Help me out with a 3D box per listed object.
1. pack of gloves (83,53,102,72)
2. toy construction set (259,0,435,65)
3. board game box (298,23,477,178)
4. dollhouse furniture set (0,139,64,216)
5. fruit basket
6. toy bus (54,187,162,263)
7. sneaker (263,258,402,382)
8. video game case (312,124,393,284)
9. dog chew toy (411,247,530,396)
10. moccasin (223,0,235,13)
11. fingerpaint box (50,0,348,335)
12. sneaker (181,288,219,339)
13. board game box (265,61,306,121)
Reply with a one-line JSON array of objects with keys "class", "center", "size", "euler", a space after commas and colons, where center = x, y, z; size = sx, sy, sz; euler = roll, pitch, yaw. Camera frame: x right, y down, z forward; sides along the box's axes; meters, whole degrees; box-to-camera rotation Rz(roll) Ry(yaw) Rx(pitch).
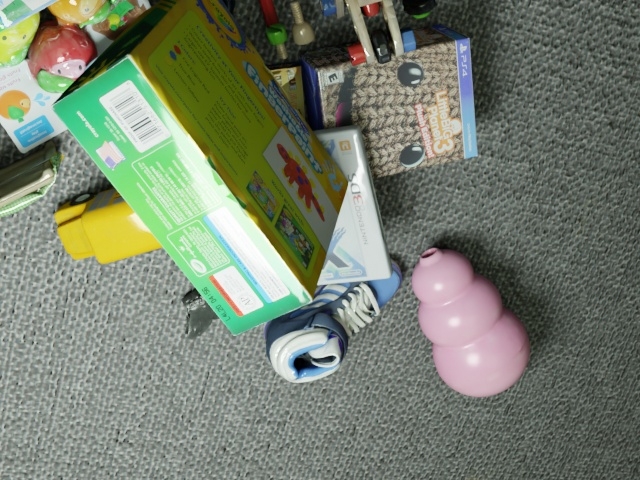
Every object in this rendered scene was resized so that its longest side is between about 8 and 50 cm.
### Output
[{"class": "pack of gloves", "center": [-0.294, -0.267, 1.685], "size": [0.232, 0.046, 0.195], "euler": [-35, 138, -14]}, {"class": "toy construction set", "center": [0.025, -0.448, 1.636], "size": [0.308, 0.258, 0.237], "euler": [-3, 134, 17]}, {"class": "board game box", "center": [0.128, -0.254, 1.807], "size": [0.290, 0.141, 0.232], "euler": [-14, 115, -9]}, {"class": "dollhouse furniture set", "center": [-0.558, -0.027, 1.681], "size": [0.301, 0.197, 0.151], "euler": [-27, 115, -3]}, {"class": "fruit basket", "center": [-0.439, -0.351, 1.596], "size": [0.327, 0.165, 0.353], "euler": [-32, 126, -9]}, {"class": "toy bus", "center": [-0.314, -0.046, 1.748], "size": [0.332, 0.130, 0.108], "euler": [-16, 113, 5]}, {"class": "sneaker", "center": [0.045, 0.170, 1.908], "size": [0.322, 0.236, 0.130], "euler": [-26, 117, -3]}, {"class": "video game case", "center": [-0.054, -0.050, 1.791], "size": [0.328, 0.036, 0.300], "euler": [-6, 115, 19]}, {"class": "dog chew toy", "center": [0.297, 0.161, 2.005], "size": [0.206, 0.206, 0.332], "euler": [-31, 109, -1]}, {"class": "moccasin", "center": [-0.246, -0.515, 1.607], "size": [0.137, 0.117, 0.342], "euler": [-43, 116, 5]}, {"class": "fingerpaint box", "center": [-0.162, -0.141, 1.516], "size": [0.163, 0.371, 0.445], "euler": [-25, 114, 25]}, {"class": "sneaker", "center": [-0.234, 0.111, 1.910], "size": [0.089, 0.051, 0.170], "euler": [-10, 117, -15]}, {"class": "board game box", "center": [-0.108, -0.204, 1.817], "size": [0.165, 0.042, 0.243], "euler": [-9, 114, -11]}]
